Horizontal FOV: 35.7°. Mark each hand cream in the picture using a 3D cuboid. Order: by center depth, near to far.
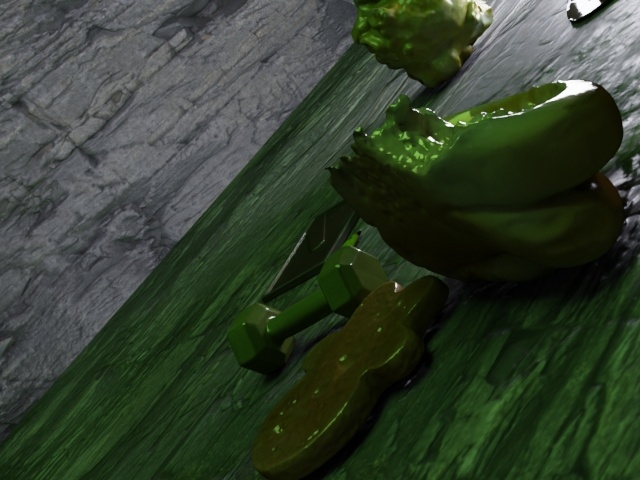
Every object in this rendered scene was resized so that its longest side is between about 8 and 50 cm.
[{"bbox_3d":[0.048,0.019,1.893,0.036,0.023,0.122,-38,11,35],"label":"hand cream"}]

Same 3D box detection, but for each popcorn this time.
[{"bbox_3d":[0.236,-0.529,2.406,0.312,0.312,0.312,-40,15,13],"label":"popcorn"}]

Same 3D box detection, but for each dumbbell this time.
[{"bbox_3d":[-0.024,0.119,1.631,0.302,0.121,0.108,-32,47,35],"label":"dumbbell"}]

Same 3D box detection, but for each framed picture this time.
[{"bbox_3d":[0.000,0.000,2.091,0.213,0.016,0.289,-31,19,41],"label":"framed picture"}]

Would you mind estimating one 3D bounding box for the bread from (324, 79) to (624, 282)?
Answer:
[{"bbox_3d":[0.191,-0.065,1.253,0.329,0.245,0.424,-8,2,-24],"label":"bread"}]

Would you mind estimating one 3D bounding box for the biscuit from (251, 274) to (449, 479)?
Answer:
[{"bbox_3d":[0.040,0.189,1.367,0.355,0.052,0.275,-52,16,-26],"label":"biscuit"}]

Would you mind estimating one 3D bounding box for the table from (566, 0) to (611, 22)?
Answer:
[{"bbox_3d":[0.526,-0.626,1.983,0.317,0.249,0.317,-40,14,12],"label":"table"}]
